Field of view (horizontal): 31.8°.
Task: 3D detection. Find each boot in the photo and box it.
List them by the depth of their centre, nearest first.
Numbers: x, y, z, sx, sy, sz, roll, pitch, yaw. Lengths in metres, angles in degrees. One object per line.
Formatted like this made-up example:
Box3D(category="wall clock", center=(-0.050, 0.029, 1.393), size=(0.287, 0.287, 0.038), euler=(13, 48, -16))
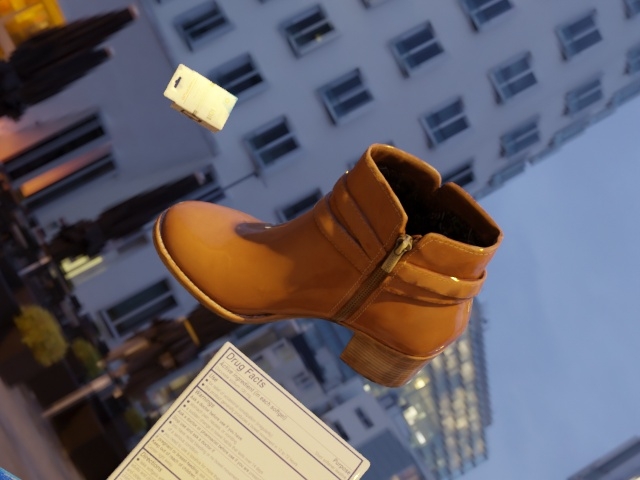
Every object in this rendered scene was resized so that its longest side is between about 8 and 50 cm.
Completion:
Box3D(category="boot", center=(0.000, 0.000, 0.941), size=(0.283, 0.109, 0.220), euler=(33, -38, 7))

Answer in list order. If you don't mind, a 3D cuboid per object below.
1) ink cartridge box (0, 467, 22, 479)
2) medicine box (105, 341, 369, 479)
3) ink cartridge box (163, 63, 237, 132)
Box3D(category="ink cartridge box", center=(-0.424, 0.415, 1.472), size=(0.134, 0.078, 0.231), euler=(33, 20, -5))
Box3D(category="medicine box", center=(-0.129, 0.340, 1.551), size=(0.263, 0.289, 0.149), euler=(40, -25, 1))
Box3D(category="ink cartridge box", center=(-0.151, -0.175, 1.387), size=(0.083, 0.048, 0.028), euler=(31, -14, -18))
